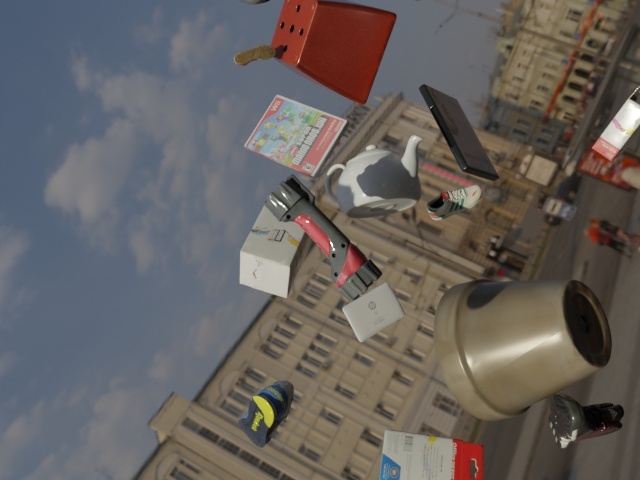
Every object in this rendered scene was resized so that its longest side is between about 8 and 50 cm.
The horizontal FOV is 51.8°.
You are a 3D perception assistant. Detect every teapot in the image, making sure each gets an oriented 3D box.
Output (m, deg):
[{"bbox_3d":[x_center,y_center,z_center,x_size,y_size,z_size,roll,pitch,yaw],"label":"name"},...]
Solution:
[{"bbox_3d":[0.153,-0.177,1.855,0.252,0.256,0.187,110,150,-77],"label":"teapot"}]

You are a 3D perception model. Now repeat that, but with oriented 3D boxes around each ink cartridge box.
[{"bbox_3d":[-0.143,0.033,2.131,0.171,0.168,0.232,98,-168,-49],"label":"ink cartridge box"},{"bbox_3d":[0.257,0.532,1.537,0.078,0.231,0.134,87,-167,-50],"label":"ink cartridge box"},{"bbox_3d":[0.833,-0.318,1.778,0.115,0.067,0.198,-20,-35,-52],"label":"ink cartridge box"}]

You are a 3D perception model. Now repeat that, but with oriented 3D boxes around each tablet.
[{"bbox_3d":[0.074,0.098,0.905,0.083,0.054,0.006,-27,-3,-29],"label":"tablet"}]

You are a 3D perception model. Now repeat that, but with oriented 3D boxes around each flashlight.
[{"bbox_3d":[0.000,0.000,1.475,0.103,0.304,0.103,-41,-6,-44],"label":"flashlight"}]

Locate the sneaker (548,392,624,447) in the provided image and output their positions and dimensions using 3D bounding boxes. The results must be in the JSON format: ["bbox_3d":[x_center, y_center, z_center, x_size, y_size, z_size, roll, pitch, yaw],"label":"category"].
[{"bbox_3d":[0.623,0.399,1.520,0.281,0.163,0.106,61,-165,-63],"label":"sneaker"}]

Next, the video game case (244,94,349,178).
[{"bbox_3d":[-0.077,-0.326,2.036,0.204,0.285,0.025,-59,-30,-8],"label":"video game case"}]

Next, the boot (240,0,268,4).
[{"bbox_3d":[-0.257,-0.465,1.089,0.222,0.338,0.118,-47,-16,-41],"label":"boot"}]

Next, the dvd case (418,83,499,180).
[{"bbox_3d":[0.346,-0.267,1.638,0.022,0.253,0.180,-35,-24,31],"label":"dvd case"}]

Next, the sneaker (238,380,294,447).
[{"bbox_3d":[-0.072,0.239,0.906,0.059,0.053,0.144,-39,-13,-38],"label":"sneaker"}]

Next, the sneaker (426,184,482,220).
[{"bbox_3d":[0.367,-0.113,1.817,0.161,0.057,0.075,-25,-33,15],"label":"sneaker"}]

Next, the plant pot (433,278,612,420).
[{"bbox_3d":[0.455,0.214,1.438,0.280,0.323,0.323,-26,18,45],"label":"plant pot"}]

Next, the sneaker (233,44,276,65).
[{"bbox_3d":[-0.185,-0.512,1.823,0.067,0.119,0.042,-144,40,-73],"label":"sneaker"}]

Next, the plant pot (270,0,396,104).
[{"bbox_3d":[0.011,-0.573,1.883,0.236,0.267,0.267,8,-70,-36],"label":"plant pot"}]
